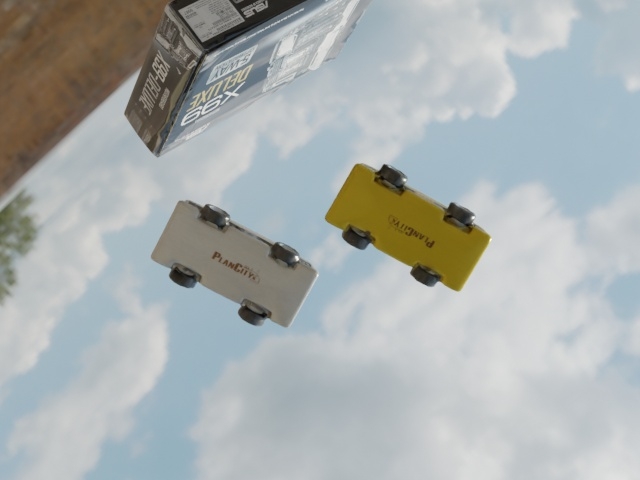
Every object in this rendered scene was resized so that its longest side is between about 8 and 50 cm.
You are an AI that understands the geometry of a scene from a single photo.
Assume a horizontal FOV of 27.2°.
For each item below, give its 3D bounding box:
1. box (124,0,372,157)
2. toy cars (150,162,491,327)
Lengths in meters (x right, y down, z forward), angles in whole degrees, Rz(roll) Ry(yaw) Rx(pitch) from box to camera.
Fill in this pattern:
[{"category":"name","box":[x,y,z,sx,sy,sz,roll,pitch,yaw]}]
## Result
[{"category":"box","box":[-0.072,-0.245,1.569,0.307,0.076,0.242,-33,170,-31]},{"category":"toy cars","box":[0.000,0.000,1.571,0.393,0.176,0.087,-12,-166,1]}]
